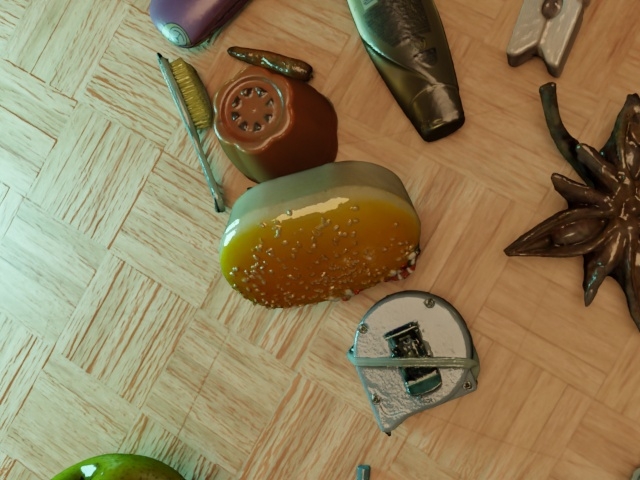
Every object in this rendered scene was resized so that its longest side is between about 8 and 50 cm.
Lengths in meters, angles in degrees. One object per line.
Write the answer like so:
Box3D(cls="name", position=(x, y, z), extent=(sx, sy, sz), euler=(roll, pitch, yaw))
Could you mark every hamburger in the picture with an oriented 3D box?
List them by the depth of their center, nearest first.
Box3D(cls="hamburger", position=(0.000, 0.000, 0.975), extent=(0.295, 0.227, 0.152), euler=(-13, 58, 15))

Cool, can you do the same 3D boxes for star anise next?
Box3D(cls="star anise", position=(0.417, -0.048, 0.938), extent=(0.349, 0.109, 0.293), euler=(28, 84, 4))

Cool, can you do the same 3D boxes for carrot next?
Box3D(cls="carrot", position=(-0.086, -0.301, 1.122), extent=(0.165, 0.035, 0.036), euler=(22, 89, 17))

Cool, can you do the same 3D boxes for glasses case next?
Box3D(cls="glasses case", position=(-0.158, -0.462, 1.134), extent=(0.316, 0.076, 0.123), euler=(-44, 76, 6))

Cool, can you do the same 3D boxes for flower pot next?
Box3D(cls="flower pot", position=(-0.077, -0.177, 1.037), extent=(0.190, 0.173, 0.191), euler=(-1, 86, 13))

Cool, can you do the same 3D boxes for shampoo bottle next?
Box3D(cls="shampoo bottle", position=(0.128, -0.325, 1.047), extent=(0.125, 0.084, 0.350), euler=(-24, 79, 13))

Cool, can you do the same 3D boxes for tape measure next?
Box3D(cls="tape measure", position=(0.134, 0.165, 0.983), extent=(0.182, 0.107, 0.181), euler=(-31, 84, 11))

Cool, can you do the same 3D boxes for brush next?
Box3D(cls="brush", position=(-0.200, -0.190, 1.131), extent=(0.060, 0.068, 0.297), euler=(-21, 83, -11))

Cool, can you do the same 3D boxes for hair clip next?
Box3D(cls="hair clip", position=(0.373, -0.415, 0.996), extent=(0.101, 0.085, 0.331), euler=(22, 91, 17))

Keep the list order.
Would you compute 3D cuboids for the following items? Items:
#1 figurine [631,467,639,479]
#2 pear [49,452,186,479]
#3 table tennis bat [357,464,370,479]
Box3D(cls="figurine", position=(0.493, 0.329, 0.856), extent=(0.236, 0.163, 0.141), euler=(-36, 120, 9))
Box3D(cls="pear", position=(-0.299, 0.450, 0.974), extent=(0.293, 0.294, 0.295), euler=(-1, 84, 13))
Box3D(cls="table tennis bat", position=(0.061, 0.422, 1.017), extent=(0.100, 0.019, 0.155), euler=(2, 86, 14))
